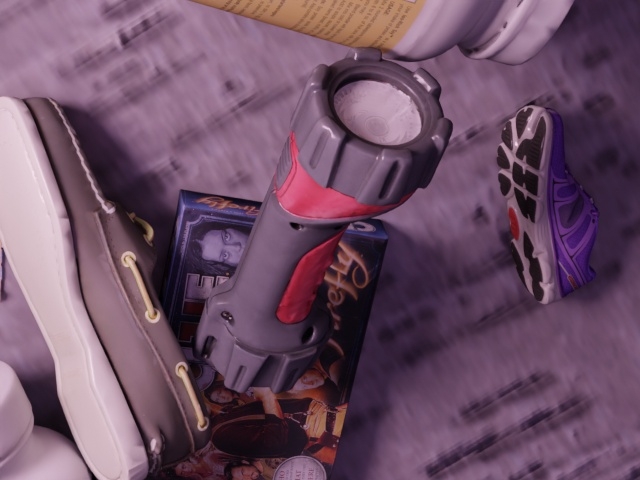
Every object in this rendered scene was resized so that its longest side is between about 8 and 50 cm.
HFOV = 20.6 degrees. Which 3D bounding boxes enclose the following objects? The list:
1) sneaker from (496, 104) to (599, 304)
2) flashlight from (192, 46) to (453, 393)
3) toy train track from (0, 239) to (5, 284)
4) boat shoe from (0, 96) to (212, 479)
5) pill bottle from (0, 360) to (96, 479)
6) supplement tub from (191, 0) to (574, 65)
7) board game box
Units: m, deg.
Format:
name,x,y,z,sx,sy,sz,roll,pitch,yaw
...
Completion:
name,x,y,z,sx,sy,sz,roll,pitch,yaw
sneaker,0.185,-0.033,1.385,0.071,0.068,0.170,-20,123,-16
flashlight,0.000,0.000,1.232,0.103,0.103,0.304,43,143,17
toy train track,-0.251,0.009,1.354,0.048,0.014,0.083,1,112,-9
boat shoe,-0.167,0.031,1.318,0.091,0.109,0.305,-21,95,-30
pill bottle,-0.241,0.267,1.366,0.188,0.188,0.334,-20,114,0
supplement tub,0.005,-0.256,1.162,0.331,0.241,0.241,14,109,-14
board game box,-0.053,0.090,1.400,0.165,0.042,0.243,8,110,-11
